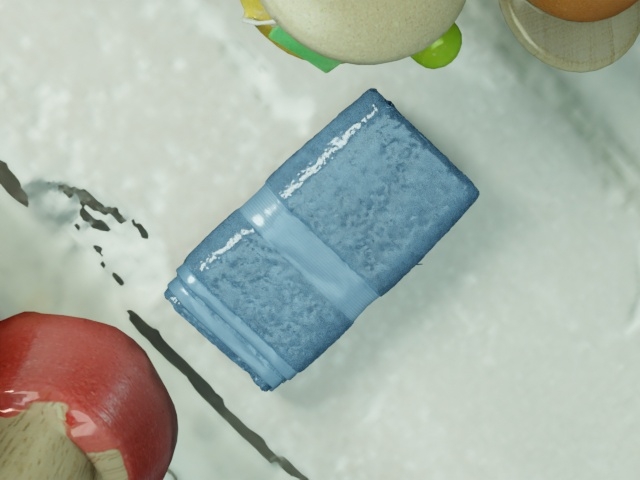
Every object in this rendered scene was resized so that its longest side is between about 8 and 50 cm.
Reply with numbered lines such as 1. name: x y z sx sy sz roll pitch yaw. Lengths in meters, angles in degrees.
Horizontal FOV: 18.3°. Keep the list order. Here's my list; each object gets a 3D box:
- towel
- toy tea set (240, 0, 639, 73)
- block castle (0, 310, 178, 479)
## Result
1. towel: 0.000 0.000 0.784 0.119 0.029 0.067 -43 106 7
2. toy tea set: -0.019 -0.163 0.713 0.336 0.124 0.200 43 68 -12
3. block castle: -0.302 0.038 0.672 0.453 0.213 0.303 38 110 -9
